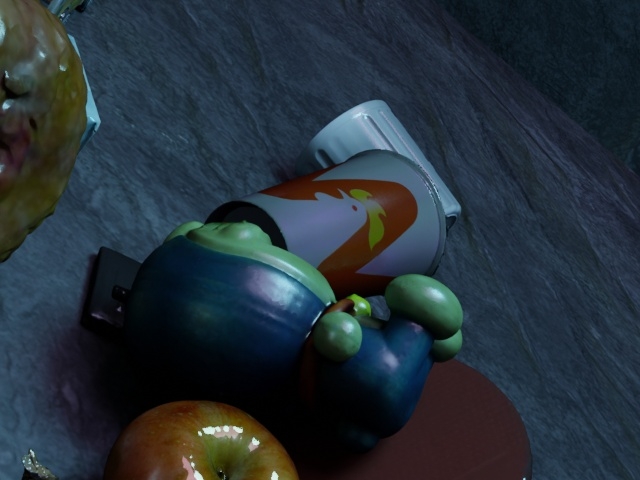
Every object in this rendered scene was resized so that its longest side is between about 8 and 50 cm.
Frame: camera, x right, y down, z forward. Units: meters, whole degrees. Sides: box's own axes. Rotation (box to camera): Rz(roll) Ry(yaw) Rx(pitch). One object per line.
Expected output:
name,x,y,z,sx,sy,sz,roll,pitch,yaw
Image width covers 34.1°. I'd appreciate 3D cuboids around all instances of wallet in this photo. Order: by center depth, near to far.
wallet,-0.130,0.096,1.086,0.244,0.025,0.124,31,28,-22

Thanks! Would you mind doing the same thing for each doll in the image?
doll,-0.042,0.087,0.942,0.322,0.186,0.198,14,-20,17

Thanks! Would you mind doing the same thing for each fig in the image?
fig,-0.384,-0.111,0.872,0.369,0.286,0.286,15,8,35

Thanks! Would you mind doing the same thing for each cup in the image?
cup,0.000,0.000,1.254,0.203,0.203,0.288,51,34,18
cup,0.099,-0.077,1.517,0.202,0.167,0.221,53,29,15

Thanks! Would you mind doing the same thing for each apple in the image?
apple,-0.097,0.209,0.838,0.163,0.139,0.163,20,44,-21

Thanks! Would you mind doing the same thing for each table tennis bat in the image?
table tennis bat,0.081,0.208,0.931,0.268,0.051,0.415,-22,35,-24

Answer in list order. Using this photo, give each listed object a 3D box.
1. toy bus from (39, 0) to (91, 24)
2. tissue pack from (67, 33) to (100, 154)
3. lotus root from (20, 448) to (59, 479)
toy bus,-0.345,-0.358,1.397,0.092,0.106,0.268,35,26,-10
tissue pack,-0.380,-0.194,1.117,0.263,0.089,0.177,19,35,-44
lotus root,-0.195,0.220,0.764,0.072,0.063,0.152,5,47,-38
